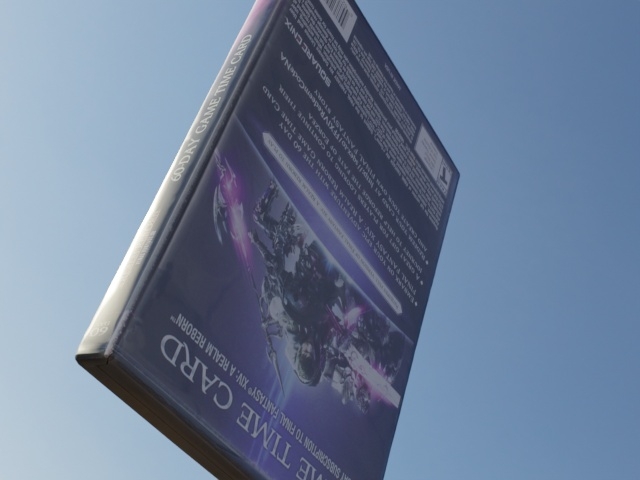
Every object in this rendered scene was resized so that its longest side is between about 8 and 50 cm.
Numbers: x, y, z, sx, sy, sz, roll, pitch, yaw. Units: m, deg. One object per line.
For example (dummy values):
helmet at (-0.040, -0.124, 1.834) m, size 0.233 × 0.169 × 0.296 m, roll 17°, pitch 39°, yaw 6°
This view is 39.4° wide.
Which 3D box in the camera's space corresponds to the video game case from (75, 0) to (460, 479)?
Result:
video game case at (0.000, 0.000, 0.467) m, size 0.026 × 0.274 × 0.196 m, roll -9°, pitch -44°, yaw 34°
